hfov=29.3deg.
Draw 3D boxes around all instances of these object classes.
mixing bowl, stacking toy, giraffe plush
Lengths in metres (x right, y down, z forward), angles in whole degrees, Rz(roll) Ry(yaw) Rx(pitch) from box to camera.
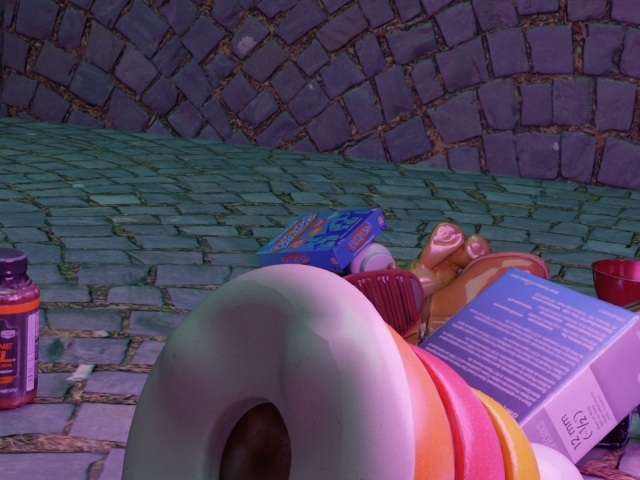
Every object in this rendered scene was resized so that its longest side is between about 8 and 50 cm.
[{"bbox_3d":[0.579,0.101,2.235,0.181,0.098,0.181,5,13,-1],"label":"mixing bowl"},{"bbox_3d":[0.087,0.240,1.149,0.480,0.350,0.350,20,0,-40],"label":"stacking toy"},{"bbox_3d":[0.206,0.069,2.189,0.210,0.181,0.170,-31,4,-2],"label":"giraffe plush"}]

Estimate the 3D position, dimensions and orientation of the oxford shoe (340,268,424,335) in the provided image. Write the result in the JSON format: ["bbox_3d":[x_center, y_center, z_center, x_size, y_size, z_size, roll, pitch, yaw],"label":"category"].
[{"bbox_3d":[-0.009,0.117,1.786,0.348,0.123,0.130,-16,9,-28],"label":"oxford shoe"}]

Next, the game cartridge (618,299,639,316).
[{"bbox_3d":[0.511,0.123,1.911,0.294,0.060,0.196,-23,-1,33],"label":"game cartridge"}]

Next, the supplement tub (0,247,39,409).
[{"bbox_3d":[-0.417,0.112,1.582,0.106,0.198,0.106,3,12,-1],"label":"supplement tub"}]

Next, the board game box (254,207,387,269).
[{"bbox_3d":[0.000,0.000,2.362,0.210,0.047,0.160,-4,28,42],"label":"board game box"}]

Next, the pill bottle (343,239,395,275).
[{"bbox_3d":[0.088,0.040,2.365,0.087,0.087,0.160,0,13,-19],"label":"pill bottle"}]

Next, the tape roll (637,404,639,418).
[{"bbox_3d":[0.507,0.216,1.577,0.189,0.080,0.189,-15,6,2],"label":"tape roll"}]

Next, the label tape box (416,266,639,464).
[{"bbox_3d":[0.211,0.202,1.511,0.348,0.115,0.249,-40,29,-15],"label":"label tape box"}]

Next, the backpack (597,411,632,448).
[{"bbox_3d":[0.358,0.208,1.614,0.105,0.114,0.084,6,-1,11],"label":"backpack"}]

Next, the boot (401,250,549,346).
[{"bbox_3d":[0.221,0.118,1.870,0.283,0.109,0.220,-11,21,7],"label":"boot"}]
